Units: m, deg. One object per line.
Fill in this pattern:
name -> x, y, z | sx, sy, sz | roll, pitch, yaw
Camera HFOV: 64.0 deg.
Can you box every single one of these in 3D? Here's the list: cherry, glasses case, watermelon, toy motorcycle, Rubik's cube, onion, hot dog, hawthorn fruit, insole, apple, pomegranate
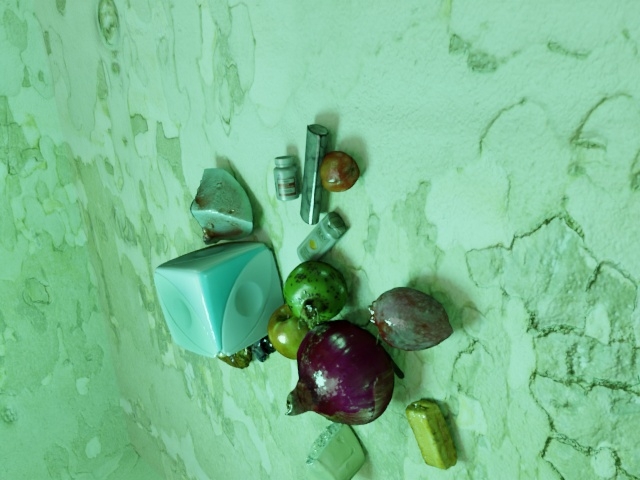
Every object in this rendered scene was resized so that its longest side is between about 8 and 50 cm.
cherry -> 0.258, 0.227, 1.438 | 0.250, 0.175, 0.192 | 9, 123, 41
glasses case -> -0.021, -0.203, 1.594 | 0.114, 0.060, 0.299 | -118, 30, -57
watermelon -> -0.372, -0.093, 1.900 | 0.290, 0.214, 0.319 | 28, 114, 32
toy motorcycle -> -0.243, 0.428, 2.096 | 0.122, 0.082, 0.213 | 60, 147, 16
Rubik's cube -> -0.376, 0.208, 1.936 | 0.347, 0.352, 0.351 | 0, 105, 46
onion -> 0.034, 0.435, 1.598 | 0.348, 0.385, 0.347 | 24, 124, 42
hot dog -> -0.389, 0.468, 2.237 | 0.272, 0.122, 0.196 | -14, 97, 63
hawthorn fruit -> 0.054, -0.203, 1.500 | 0.128, 0.128, 0.128 | 20, 121, 38
insole -> 0.225, 0.397, 1.672 | 0.135, 0.002, 0.045 | 49, 135, 17
apple -> -0.090, 0.325, 1.824 | 0.196, 0.196, 0.195 | 20, 121, 38
pomegranate -> -0.019, 0.180, 1.651 | 0.211, 0.263, 0.210 | 3, 117, 6

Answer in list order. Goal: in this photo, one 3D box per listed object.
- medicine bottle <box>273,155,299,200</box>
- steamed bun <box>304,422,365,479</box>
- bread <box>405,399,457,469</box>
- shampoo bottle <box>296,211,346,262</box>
medicine bottle -> -0.114, -0.206, 1.689 | 0.079, 0.079, 0.140 | 14, 116, 41
steamed bun -> 0.030, 0.806, 1.884 | 0.170, 0.226, 0.200 | -38, 81, 47
bread -> 0.345, 0.599, 1.582 | 0.114, 0.083, 0.210 | -12, 99, 52
shampoo bottle -> 0.000, 0.000, 1.682 | 0.086, 0.056, 0.227 | 59, 137, 15
